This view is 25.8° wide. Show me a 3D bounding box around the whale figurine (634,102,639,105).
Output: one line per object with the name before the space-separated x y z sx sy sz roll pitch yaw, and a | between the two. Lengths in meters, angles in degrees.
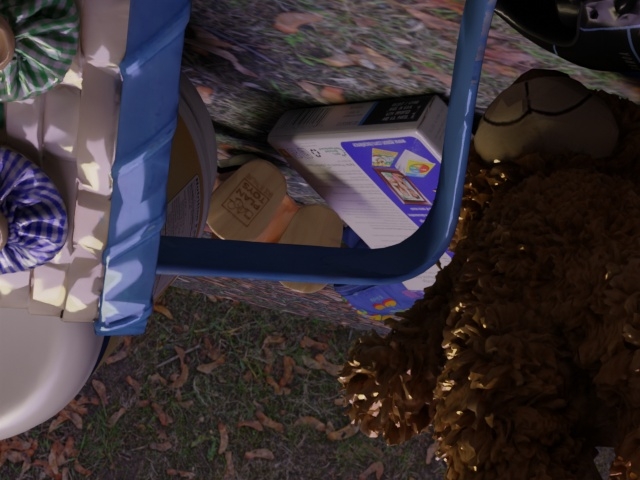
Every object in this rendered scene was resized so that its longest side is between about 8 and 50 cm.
whale figurine | 0.272 -0.021 0.820 0.272 0.141 0.216 8 170 37

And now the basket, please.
basket | -0.067 -0.084 0.552 0.289 0.255 0.201 -4 -144 -16

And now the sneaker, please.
sneaker | 0.167 -0.111 0.616 0.090 0.081 0.232 11 175 -28

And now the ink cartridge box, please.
ink cartridge box | 0.084 -0.032 1.153 0.208 0.045 0.206 47 156 -27

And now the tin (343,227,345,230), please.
tin | 0.000 0.000 1.770 0.189 0.040 0.106 18 175 -19

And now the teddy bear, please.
teddy bear | 0.115 0.022 0.634 0.113 0.338 0.245 44 135 -21

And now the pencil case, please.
pencil case | 0.096 0.016 1.408 0.133 0.119 0.306 -17 178 -14

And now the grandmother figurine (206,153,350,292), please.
grandmother figurine | -0.067 -0.030 1.307 0.208 0.104 0.342 46 177 -7

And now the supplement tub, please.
supplement tub | -0.210 -0.021 0.990 0.228 0.228 0.316 13 -157 9
